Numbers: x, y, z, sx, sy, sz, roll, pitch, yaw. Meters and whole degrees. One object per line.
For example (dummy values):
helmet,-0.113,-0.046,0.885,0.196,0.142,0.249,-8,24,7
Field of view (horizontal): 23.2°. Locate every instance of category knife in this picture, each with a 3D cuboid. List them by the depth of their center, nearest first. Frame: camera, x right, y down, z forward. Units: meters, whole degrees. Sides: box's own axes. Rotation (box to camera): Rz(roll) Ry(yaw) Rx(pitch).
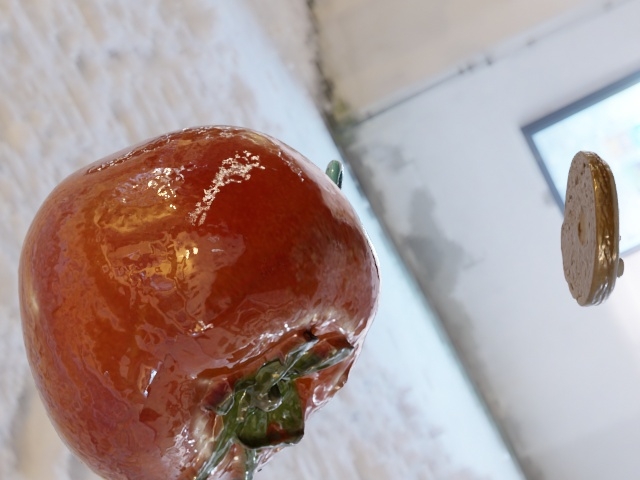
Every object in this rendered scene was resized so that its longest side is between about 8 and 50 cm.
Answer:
knife,0.000,0.000,1.808,0.064,0.031,0.222,99,0,-57

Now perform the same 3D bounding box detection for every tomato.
tomato,-0.116,0.060,1.429,0.273,0.341,0.341,46,-2,32

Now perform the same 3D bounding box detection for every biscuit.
biscuit,0.353,-0.014,2.006,0.181,0.049,0.208,-102,-168,-61
